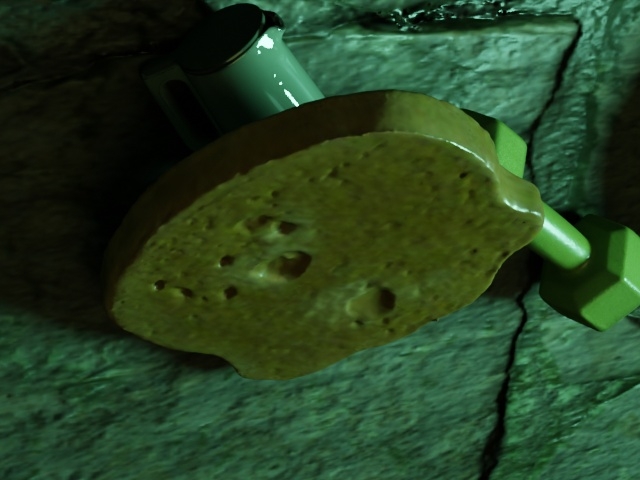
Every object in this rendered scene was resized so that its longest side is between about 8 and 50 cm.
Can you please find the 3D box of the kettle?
[{"bbox_3d":[-0.064,-0.129,1.493,0.148,0.126,0.098,54,56,-36],"label":"kettle"}]

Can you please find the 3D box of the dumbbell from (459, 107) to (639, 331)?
[{"bbox_3d":[0.213,-0.017,1.675,0.302,0.121,0.108,34,84,-37],"label":"dumbbell"}]

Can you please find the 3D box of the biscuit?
[{"bbox_3d":[0.000,-0.002,1.511,0.385,0.062,0.365,-30,144,27],"label":"biscuit"}]
